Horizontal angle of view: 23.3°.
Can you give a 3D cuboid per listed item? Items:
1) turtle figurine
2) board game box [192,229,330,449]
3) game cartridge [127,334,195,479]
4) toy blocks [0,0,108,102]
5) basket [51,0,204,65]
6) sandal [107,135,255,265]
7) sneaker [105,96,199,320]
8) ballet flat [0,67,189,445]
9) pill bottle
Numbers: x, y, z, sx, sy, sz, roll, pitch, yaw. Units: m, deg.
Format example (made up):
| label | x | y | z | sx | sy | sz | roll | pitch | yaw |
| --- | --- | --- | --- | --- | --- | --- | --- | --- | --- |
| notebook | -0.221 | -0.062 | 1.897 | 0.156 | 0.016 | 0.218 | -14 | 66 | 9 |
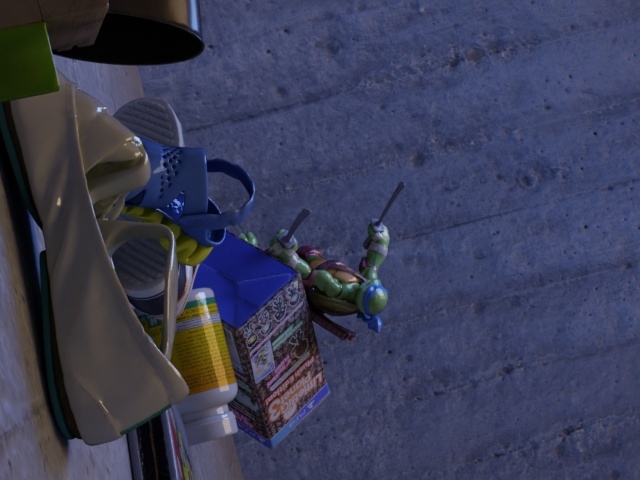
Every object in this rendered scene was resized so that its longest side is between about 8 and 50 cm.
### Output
| label | x | y | z | sx | sy | sz | roll | pitch | yaw |
| --- | --- | --- | --- | --- | --- | --- | --- | --- | --- |
| turtle figurine | 0.000 | 0.000 | 2.376 | 0.266 | 0.198 | 0.275 | 10 | -47 | 44 |
| board game box | -0.134 | 0.140 | 2.390 | 0.232 | 0.141 | 0.291 | 30 | -31 | 33 |
| game cartridge | -0.180 | 0.274 | 1.813 | 0.294 | 0.060 | 0.196 | -106 | -173 | -47 |
| toy blocks | -0.255 | -0.281 | 1.194 | 0.261 | 0.190 | 0.381 | 166 | -89 | -76 |
| basket | -0.217 | -0.320 | 1.664 | 0.154 | 0.204 | 0.227 | 87 | 7 | -76 |
| sandal | -0.193 | -0.082 | 1.900 | 0.317 | 0.138 | 0.126 | 31 | 41 | -51 |
| sneaker | -0.234 | -0.038 | 2.114 | 0.127 | 0.126 | 0.321 | 70 | 15 | -57 |
| ballet flat | -0.198 | -0.016 | 1.375 | 0.139 | 0.139 | 0.400 | 80 | -5 | -68 |
| pill bottle | -0.183 | 0.179 | 2.179 | 0.117 | 0.117 | 0.208 | 105 | -30 | -86 |
